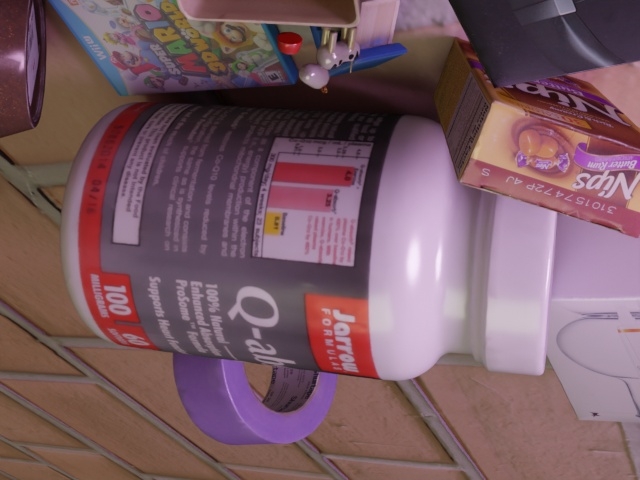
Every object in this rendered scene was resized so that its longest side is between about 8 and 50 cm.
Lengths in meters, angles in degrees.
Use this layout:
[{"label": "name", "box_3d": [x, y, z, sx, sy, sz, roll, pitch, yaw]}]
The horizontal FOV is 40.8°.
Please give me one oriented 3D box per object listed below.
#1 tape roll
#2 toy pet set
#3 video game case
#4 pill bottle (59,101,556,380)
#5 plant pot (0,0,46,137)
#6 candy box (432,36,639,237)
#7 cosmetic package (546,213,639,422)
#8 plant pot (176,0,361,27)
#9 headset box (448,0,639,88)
[{"label": "tape roll", "box_3d": [-0.069, 0.134, 0.971, 0.080, 0.189, 0.189, -14, 140, 39]}, {"label": "toy pet set", "box_3d": [-0.010, -0.138, 0.570, 0.114, 0.122, 0.065, -17, 138, -28]}, {"label": "video game case", "box_3d": [-0.113, -0.160, 0.664, 0.166, 0.015, 0.119, 1, 148, 23]}, {"label": "pill bottle", "box_3d": [0.000, 0.000, 0.691, 0.363, 0.210, 0.210, 5, 149, 16]}, {"label": "plant pot", "box_3d": [-0.325, -0.143, 0.624, 0.230, 0.215, 0.215, 2, 152, -10]}, {"label": "candy box", "box_3d": [0.136, -0.073, 0.543, 0.109, 0.186, 0.053, 17, 114, -6]}, {"label": "cosmetic package", "box_3d": [0.398, 0.079, 0.773, 0.377, 0.097, 0.284, -3, 149, 28]}, {"label": "plant pot", "box_3d": [-0.027, -0.195, 0.481, 0.109, 0.096, 0.109, 6, 147, 14]}, {"label": "headset box", "box_3d": [0.152, -0.206, 0.351, 0.246, 0.131, 0.283, -7, 144, 32]}]
